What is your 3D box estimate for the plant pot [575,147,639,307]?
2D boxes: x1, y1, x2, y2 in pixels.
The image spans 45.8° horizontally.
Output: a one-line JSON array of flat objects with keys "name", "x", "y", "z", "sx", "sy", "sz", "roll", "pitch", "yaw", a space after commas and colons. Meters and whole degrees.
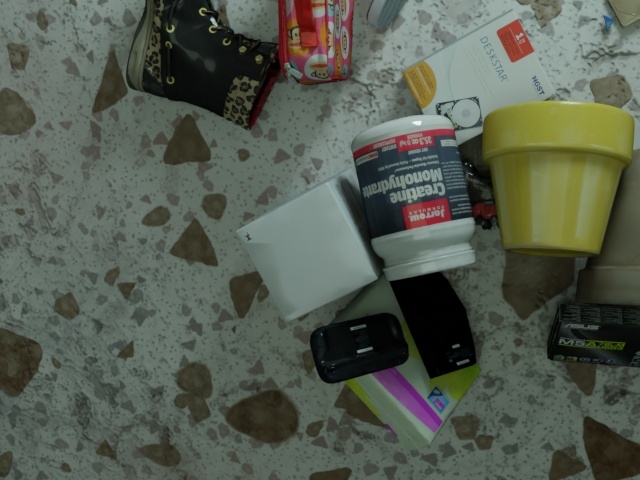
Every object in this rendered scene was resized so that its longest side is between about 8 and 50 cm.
[{"name": "plant pot", "x": 0.629, "y": -0.015, "z": 1.354, "sx": 0.323, "sy": 0.323, "sz": 0.280, "roll": 3, "pitch": 85, "yaw": 11}]

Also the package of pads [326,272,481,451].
[{"name": "package of pads", "x": 0.159, "y": 0.232, "z": 1.518, "sx": 0.296, "sy": 0.229, "sz": 0.101, "roll": 48, "pitch": 143, "yaw": -1}]

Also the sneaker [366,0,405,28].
[{"name": "sneaker", "x": 0.135, "y": -0.536, "z": 1.443, "sx": 0.091, "sy": 0.094, "sz": 0.258, "roll": 27, "pitch": 102, "yaw": 24}]

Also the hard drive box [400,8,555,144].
[{"name": "hard drive box", "x": 0.298, "y": -0.302, "z": 1.447, "sx": 0.232, "sy": 0.089, "sz": 0.181, "roll": -28, "pitch": 95, "yaw": 15}]

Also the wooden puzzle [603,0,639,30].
[{"name": "wooden puzzle", "x": 0.576, "y": -0.442, "z": 1.403, "sx": 0.116, "sy": 0.014, "sz": 0.078, "roll": -22, "pitch": 92, "yaw": 15}]

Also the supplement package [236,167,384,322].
[{"name": "supplement package", "x": 0.000, "y": 0.000, "z": 1.478, "sx": 0.199, "sy": 0.263, "sz": 0.198, "roll": -27, "pitch": 95, "yaw": 16}]

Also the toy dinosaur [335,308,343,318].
[{"name": "toy dinosaur", "x": 0.061, "y": 0.195, "z": 1.616, "sx": 0.183, "sy": 0.053, "sz": 0.092, "roll": -16, "pitch": 99, "yaw": 14}]

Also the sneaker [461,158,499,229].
[{"name": "sneaker", "x": 0.249, "y": -0.093, "z": 1.499, "sx": 0.276, "sy": 0.098, "sz": 0.135, "roll": 2, "pitch": 85, "yaw": 21}]

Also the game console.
[{"name": "game console", "x": 0.138, "y": 0.172, "z": 1.449, "sx": 0.044, "sy": 0.361, "sz": 0.213, "roll": -47, "pitch": 58, "yaw": 52}]

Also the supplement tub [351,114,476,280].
[{"name": "supplement tub", "x": 0.171, "y": -0.075, "z": 1.369, "sx": 0.191, "sy": 0.191, "sz": 0.272, "roll": -13, "pitch": 87, "yaw": 14}]

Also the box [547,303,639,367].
[{"name": "box", "x": 0.545, "y": 0.185, "z": 1.463, "sx": 0.191, "sy": 0.184, "sz": 0.045, "roll": 4, "pitch": 61, "yaw": 10}]

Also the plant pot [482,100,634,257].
[{"name": "plant pot", "x": 0.408, "y": -0.095, "z": 1.324, "sx": 0.254, "sy": 0.254, "sz": 0.239, "roll": 3, "pitch": 85, "yaw": 11}]

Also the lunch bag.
[{"name": "lunch bag", "x": -0.012, "y": -0.434, "z": 1.394, "sx": 0.120, "sy": 0.258, "sz": 0.293, "roll": 0, "pitch": 101, "yaw": 11}]

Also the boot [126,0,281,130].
[{"name": "boot", "x": -0.207, "y": -0.423, "z": 1.498, "sx": 0.284, "sy": 0.138, "sz": 0.377, "roll": 26, "pitch": 109, "yaw": 6}]
